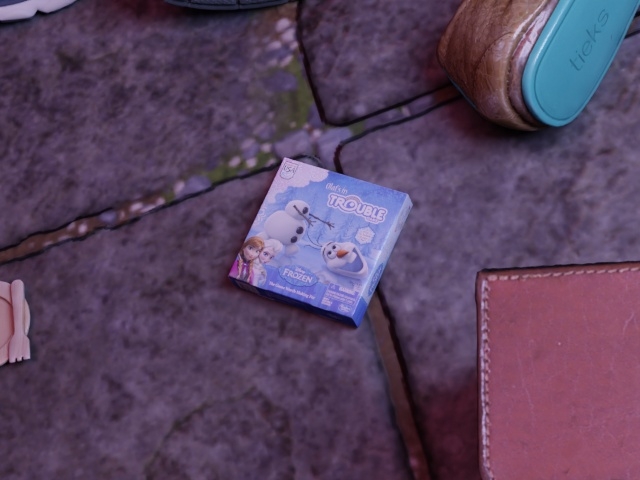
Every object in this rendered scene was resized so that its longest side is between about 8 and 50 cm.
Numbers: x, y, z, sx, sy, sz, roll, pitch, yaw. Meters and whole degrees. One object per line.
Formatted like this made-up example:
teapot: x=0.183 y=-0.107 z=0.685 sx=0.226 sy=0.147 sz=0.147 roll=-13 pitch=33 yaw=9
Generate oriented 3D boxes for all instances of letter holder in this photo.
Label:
letter holder: x=0.239 y=0.129 z=0.753 sx=0.302 sy=0.152 sz=0.214 roll=-4 pitch=67 yaw=14

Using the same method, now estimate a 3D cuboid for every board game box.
board game box: x=0.000 y=0.000 z=0.953 sx=0.090 sy=0.020 sz=0.090 roll=17 pitch=71 yaw=22

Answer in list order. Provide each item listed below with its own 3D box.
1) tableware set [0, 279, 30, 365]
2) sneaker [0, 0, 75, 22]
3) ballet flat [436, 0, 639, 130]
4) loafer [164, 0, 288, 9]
tableware set: x=-0.272 y=0.088 z=0.991 sx=0.169 sy=0.020 sz=0.141 roll=2 pitch=67 yaw=16
sneaker: x=-0.184 y=-0.240 z=1.065 sx=0.275 sy=0.110 sz=0.107 roll=-17 pitch=63 yaw=9
ballet flat: x=0.189 y=-0.219 z=0.963 sx=0.124 sy=0.116 sz=0.342 roll=29 pitch=80 yaw=45
loafer: x=0.002 y=-0.231 z=1.028 sx=0.267 sy=0.096 sz=0.084 roll=-15 pitch=49 yaw=0
